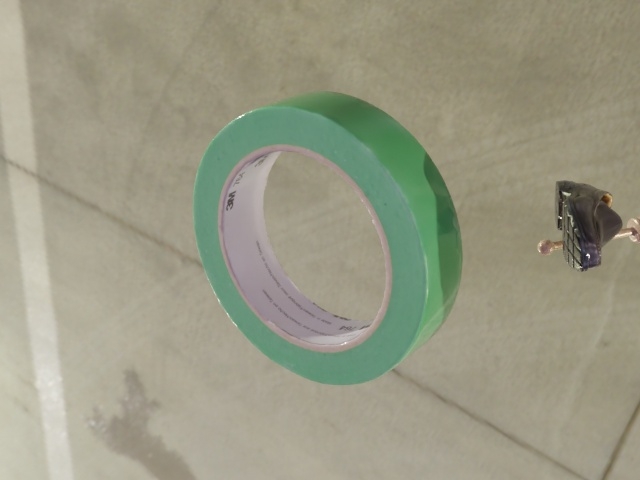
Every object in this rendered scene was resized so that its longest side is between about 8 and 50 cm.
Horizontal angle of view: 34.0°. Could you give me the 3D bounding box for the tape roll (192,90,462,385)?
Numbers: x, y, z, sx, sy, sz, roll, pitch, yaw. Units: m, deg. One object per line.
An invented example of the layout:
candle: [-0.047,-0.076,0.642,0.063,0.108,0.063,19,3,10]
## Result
tape roll: [0.000,0.000,1.155,0.321,0.077,0.321,16,118,33]

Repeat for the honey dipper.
honey dipper: [0.316,-0.004,1.179,0.030,0.160,0.031,170,90,-74]

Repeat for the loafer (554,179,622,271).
loafer: [0.273,-0.019,1.053,0.061,0.170,0.062,0,117,8]
